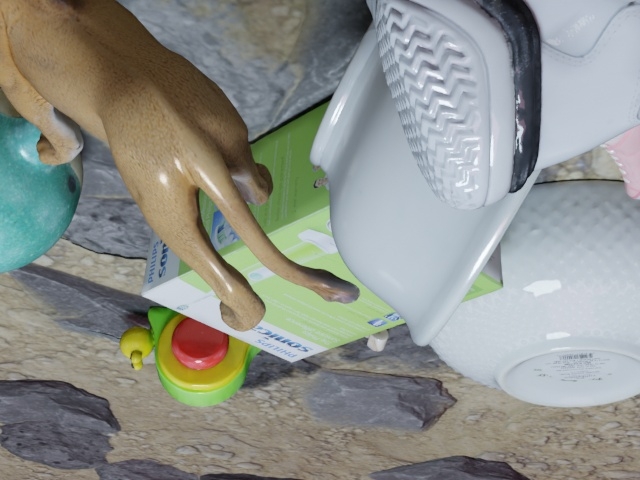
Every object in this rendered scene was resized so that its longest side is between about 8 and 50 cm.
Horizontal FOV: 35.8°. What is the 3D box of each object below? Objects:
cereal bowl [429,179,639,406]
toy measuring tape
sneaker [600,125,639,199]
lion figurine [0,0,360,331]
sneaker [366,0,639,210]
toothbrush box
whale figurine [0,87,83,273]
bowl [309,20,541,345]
[{"bbox_3d":[0.265,0.084,1.050,0.339,0.141,0.339,3,150,2],"label":"cereal bowl"},{"bbox_3d":[-0.083,0.149,1.216,0.330,0.121,0.121,4,149,-2],"label":"toy measuring tape"},{"bbox_3d":[0.261,-0.087,0.851,0.070,0.051,0.134,2,146,5],"label":"sneaker"},{"bbox_3d":[-0.143,-0.103,0.655,0.392,0.142,0.240,30,161,21],"label":"lion figurine"},{"bbox_3d":[0.107,-0.211,0.467,0.210,0.365,0.137,-15,-169,1],"label":"sneaker"},{"bbox_3d":[0.000,0.000,0.949,0.283,0.122,0.206,-26,139,38],"label":"toothbrush box"},{"bbox_3d":[-0.319,-0.069,0.843,0.216,0.141,0.272,-4,147,12],"label":"whale figurine"},{"bbox_3d":[0.083,-0.087,0.686,0.134,0.298,0.298,29,148,3],"label":"bowl"}]
